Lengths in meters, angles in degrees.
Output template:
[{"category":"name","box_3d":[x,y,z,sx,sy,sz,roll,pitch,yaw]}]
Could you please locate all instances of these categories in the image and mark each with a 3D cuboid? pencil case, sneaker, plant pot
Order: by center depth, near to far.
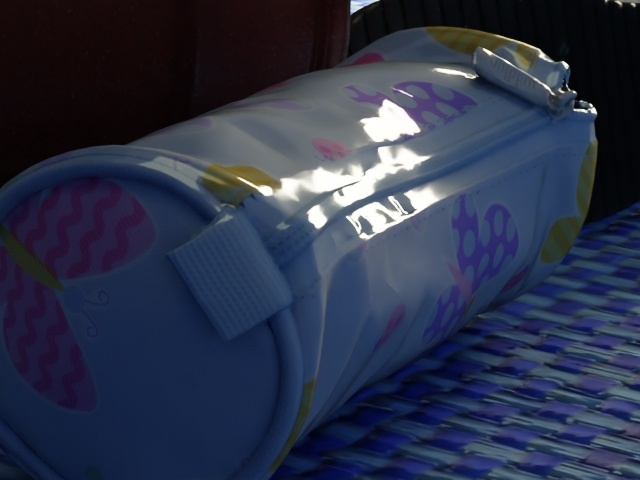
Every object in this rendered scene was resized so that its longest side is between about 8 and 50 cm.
[{"category":"pencil case","box_3d":[0.000,0.000,0.635,0.124,0.113,0.273,-14,7,30]},{"category":"plant pot","box_3d":[-0.169,-0.120,0.809,0.265,0.272,0.272,-16,23,-28]},{"category":"sneaker","box_3d":[0.111,-0.071,0.944,0.330,0.122,0.146,-7,4,-36]}]
